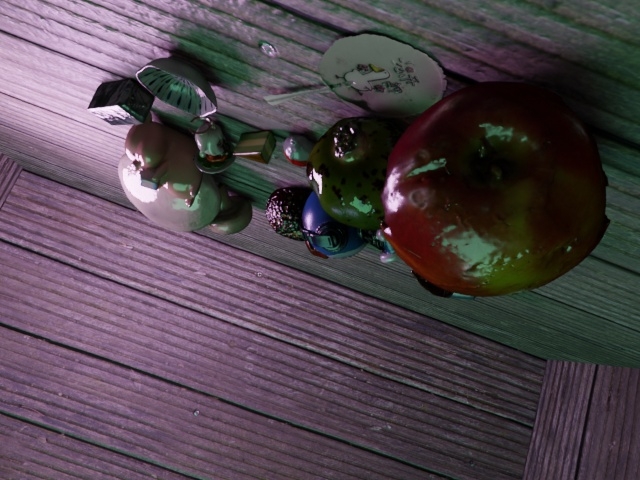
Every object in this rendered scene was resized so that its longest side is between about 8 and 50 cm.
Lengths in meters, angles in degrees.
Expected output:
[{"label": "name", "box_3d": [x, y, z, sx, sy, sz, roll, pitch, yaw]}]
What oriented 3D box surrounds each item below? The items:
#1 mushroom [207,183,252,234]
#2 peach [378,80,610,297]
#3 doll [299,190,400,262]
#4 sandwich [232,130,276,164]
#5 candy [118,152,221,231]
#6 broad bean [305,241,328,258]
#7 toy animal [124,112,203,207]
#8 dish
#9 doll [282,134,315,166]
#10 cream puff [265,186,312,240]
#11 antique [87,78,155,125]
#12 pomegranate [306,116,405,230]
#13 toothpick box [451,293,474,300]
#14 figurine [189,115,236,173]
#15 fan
[{"label": "mushroom", "box_3d": [-0.382, -0.132, 1.832, 0.206, 0.209, 0.206, 7, -167, -2]}, {"label": "peach", "box_3d": [0.299, -0.059, 0.765, 0.353, 0.339, 0.416, 16, 171, 19]}, {"label": "doll", "box_3d": [0.091, -0.061, 1.288, 0.310, 0.284, 0.240, -2, 118, 29]}, {"label": "sandwich", "box_3d": [-0.189, -0.266, 1.192, 0.116, 0.074, 0.074, 17, 168, 13]}, {"label": "candy", "box_3d": [-0.557, -0.182, 1.632, 0.427, 0.186, 0.386, -10, 131, 39]}, {"label": "broad bean", "box_3d": [-0.002, 0.003, 1.824, 0.122, 0.156, 0.228, -16, 174, 1]}, {"label": "toy animal", "box_3d": [-0.487, -0.249, 1.371, 0.256, 0.212, 0.195, 23, 153, -20]}, {"label": "dish", "box_3d": [-0.317, -0.363, 1.003, 0.191, 0.066, 0.190, 18, 168, 4]}, {"label": "doll", "box_3d": [-0.051, -0.227, 1.143, 0.102, 0.075, 0.227, 27, 178, 10]}, {"label": "cream puff", "box_3d": [-0.083, -0.087, 1.553, 0.239, 0.164, 0.239, 16, 167, 4]}, {"label": "antique", "box_3d": [-0.549, -0.380, 1.216, 0.183, 0.088, 0.086, 10, 164, 37]}, {"label": "pomegranate", "box_3d": [0.090, -0.151, 0.927, 0.254, 0.254, 0.270, 12, 162, 30]}, {"label": "toothpick box", "box_3d": [0.562, 0.186, 1.834, 0.184, 0.120, 0.120, 9, 164, 24]}, {"label": "figurine", "box_3d": [-0.320, -0.283, 1.250, 0.132, 0.132, 0.153, 16, 154, 14]}, {"label": "fan", "box_3d": [0.041, -0.302, 0.853, 0.415, 0.012, 0.233, 6, 161, 36]}]
